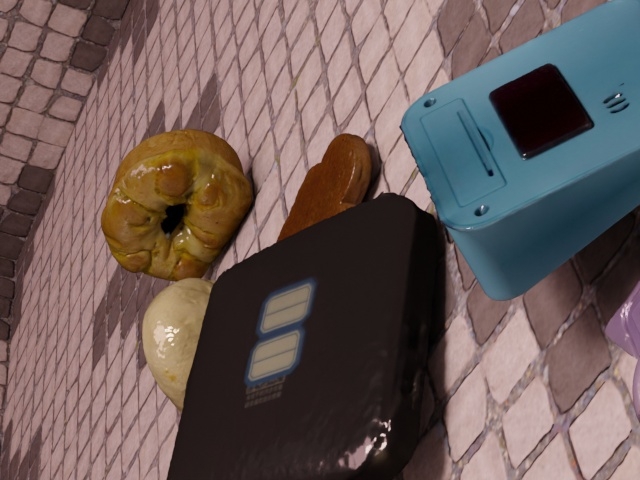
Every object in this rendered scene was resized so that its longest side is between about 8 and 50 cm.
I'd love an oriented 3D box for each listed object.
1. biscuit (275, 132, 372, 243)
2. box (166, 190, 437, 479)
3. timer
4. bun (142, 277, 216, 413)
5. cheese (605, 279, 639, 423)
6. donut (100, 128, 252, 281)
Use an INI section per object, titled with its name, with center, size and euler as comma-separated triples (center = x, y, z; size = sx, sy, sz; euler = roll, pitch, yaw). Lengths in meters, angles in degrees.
[biscuit]
center = 0.000, 0.000, 1.848
size = 0.208, 0.041, 0.290
euler = -110, 40, -59
[box]
center = -0.020, 0.142, 1.582
size = 0.359, 0.091, 0.350
euler = -27, 42, 41
[timer]
center = 0.210, -0.088, 1.239
size = 0.250, 0.091, 0.232
euler = -29, 32, 9
[bun]
center = -0.120, 0.138, 1.836
size = 0.127, 0.222, 0.222
euler = -29, 45, 33
[cheese]
center = 0.267, 0.092, 1.091
size = 0.105, 0.042, 0.191
euler = -60, 24, 30
[donut]
center = -0.230, -0.058, 2.253
size = 0.261, 0.208, 0.128
euler = -52, 28, 35
